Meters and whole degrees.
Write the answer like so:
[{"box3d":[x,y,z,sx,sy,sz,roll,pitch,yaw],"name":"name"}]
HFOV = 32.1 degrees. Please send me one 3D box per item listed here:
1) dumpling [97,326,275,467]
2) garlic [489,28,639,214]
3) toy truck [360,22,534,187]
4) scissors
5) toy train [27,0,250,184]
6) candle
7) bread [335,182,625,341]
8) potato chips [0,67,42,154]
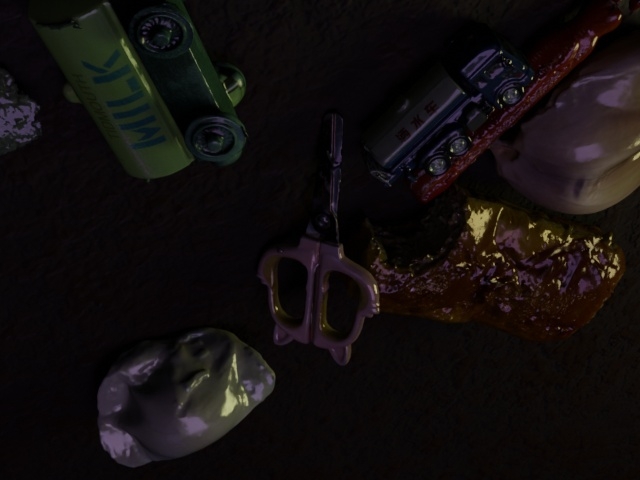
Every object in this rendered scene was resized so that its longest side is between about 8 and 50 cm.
[{"box3d":[-0.175,0.183,1.367,0.228,0.124,0.151,-27,103,-5],"name":"dumpling"},{"box3d":[0.316,-0.112,1.282,0.228,0.110,0.217,-25,142,0],"name":"garlic"},{"box3d":[0.127,-0.142,1.192,0.088,0.074,0.201,32,116,-34],"name":"toy truck"},{"box3d":[0.000,0.000,1.262,0.160,0.024,0.318,16,122,19],"name":"scissors"},{"box3d":[-0.165,-0.154,1.027,0.157,0.105,0.253,-13,140,9],"name":"toy train"},{"box3d":[0.214,-0.162,1.222,0.329,0.051,0.048,-44,149,21],"name":"candle"},{"box3d":[0.207,0.027,1.375,0.380,0.109,0.185,12,128,-32],"name":"bread"},{"box3d":[-0.383,-0.089,1.016,0.228,0.059,0.167,-36,147,13],"name":"potato chips"}]
